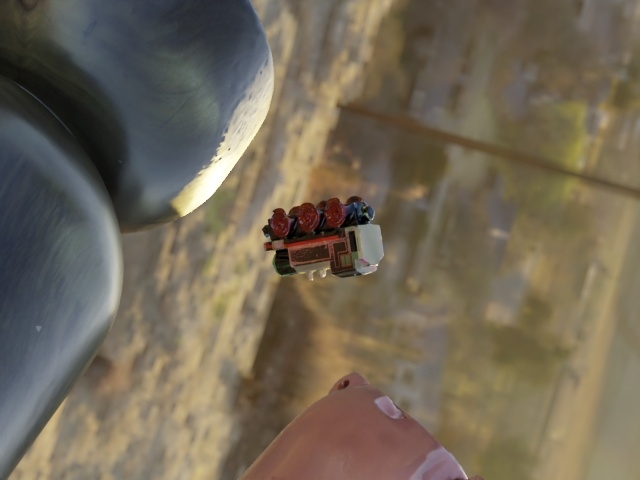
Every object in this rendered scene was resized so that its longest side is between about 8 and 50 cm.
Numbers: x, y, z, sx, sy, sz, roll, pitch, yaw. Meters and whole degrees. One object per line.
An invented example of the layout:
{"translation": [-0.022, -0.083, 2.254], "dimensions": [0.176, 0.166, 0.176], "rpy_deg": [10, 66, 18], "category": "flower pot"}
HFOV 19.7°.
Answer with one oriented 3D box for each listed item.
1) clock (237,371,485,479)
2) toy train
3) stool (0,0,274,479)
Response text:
{"translation": [-0.007, 0.212, 1.115], "dimensions": [0.241, 0.227, 0.142], "rpy_deg": [-40, 119, -7], "category": "clock"}
{"translation": [0.000, 0.000, 1.963], "dimensions": [0.050, 0.138, 0.087], "rpy_deg": [-4, 85, -56], "category": "toy train"}
{"translation": [-0.157, -0.017, 0.795], "dimensions": [0.264, 0.179, 0.179], "rpy_deg": [-58, 154, -34], "category": "stool"}
